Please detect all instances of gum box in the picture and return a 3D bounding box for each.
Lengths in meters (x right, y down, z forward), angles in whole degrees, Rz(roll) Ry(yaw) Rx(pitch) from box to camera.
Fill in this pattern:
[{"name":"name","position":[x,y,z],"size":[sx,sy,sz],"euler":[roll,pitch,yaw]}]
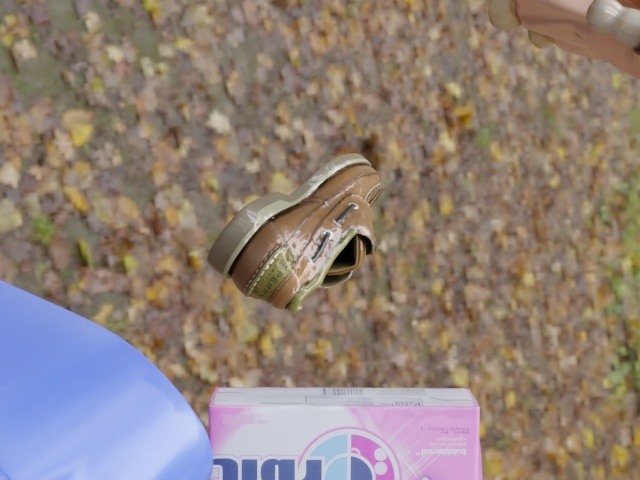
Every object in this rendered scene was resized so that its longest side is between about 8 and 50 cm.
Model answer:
[{"name":"gum box","position":[0.020,0.157,0.871],"size":[0.062,0.188,0.107],"euler":[-92,-178,-84]}]

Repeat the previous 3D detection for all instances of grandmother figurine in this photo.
[{"name":"grandmother figurine","position":[0.287,-0.152,1.033],"size":[0.207,0.342,0.104],"euler":[2,112,-42]}]

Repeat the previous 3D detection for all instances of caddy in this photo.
[{"name":"caddy","position":[-0.218,0.153,0.696],"size":[0.179,0.341,0.241],"euler":[-36,137,-48]}]

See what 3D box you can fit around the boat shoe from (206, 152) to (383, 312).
[{"name":"boat shoe","position":[0.000,0.000,1.304],"size":[0.104,0.111,0.307],"euler":[39,31,10]}]
